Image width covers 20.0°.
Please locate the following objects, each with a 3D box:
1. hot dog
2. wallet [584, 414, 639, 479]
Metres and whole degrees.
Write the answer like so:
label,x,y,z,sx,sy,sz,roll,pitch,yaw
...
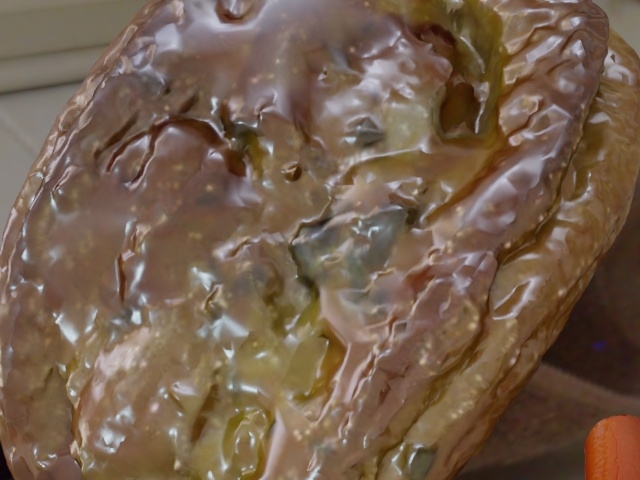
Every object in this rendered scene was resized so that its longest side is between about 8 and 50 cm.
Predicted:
label,x,y,z,sx,sy,sz,roll,pitch,yaw
hot dog,0.000,0.000,0.896,0.267,0.174,0.387,31,81,18
wallet,0.147,0.144,0.581,0.142,0.204,0.045,30,114,-6
